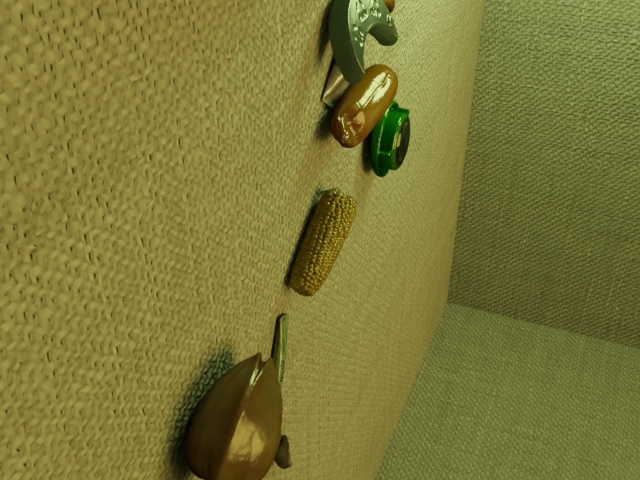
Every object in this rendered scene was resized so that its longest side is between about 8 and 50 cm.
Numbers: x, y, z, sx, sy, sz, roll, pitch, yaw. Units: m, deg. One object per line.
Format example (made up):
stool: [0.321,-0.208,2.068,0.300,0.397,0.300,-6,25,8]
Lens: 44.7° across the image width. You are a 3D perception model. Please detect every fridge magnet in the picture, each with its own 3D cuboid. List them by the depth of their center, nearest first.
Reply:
fridge magnet: [0.186,-0.271,2.096,0.208,0.088,0.208,13,90,-73]

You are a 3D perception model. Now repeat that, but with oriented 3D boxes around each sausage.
sausage: [0.088,-0.293,1.753,0.328,0.112,0.112,-57,154,-46]

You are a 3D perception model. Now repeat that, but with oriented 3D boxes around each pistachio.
pistachio: [-0.142,0.316,1.389,0.213,0.163,0.260,123,-15,-62]

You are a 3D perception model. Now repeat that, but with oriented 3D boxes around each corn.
corn: [0.005,0.002,1.734,0.091,0.091,0.260,71,40,-64]

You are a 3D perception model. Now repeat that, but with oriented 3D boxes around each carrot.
carrot: [0.125,-0.549,1.781,0.161,0.055,0.055,-15,117,-62]

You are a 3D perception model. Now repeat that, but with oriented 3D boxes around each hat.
hat: [-0.094,0.516,1.888,0.087,0.042,0.058,-108,-167,-45]

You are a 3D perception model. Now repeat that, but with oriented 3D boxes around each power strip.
power strip: [0.090,-0.450,1.632,0.253,0.054,0.167,-56,129,-45]

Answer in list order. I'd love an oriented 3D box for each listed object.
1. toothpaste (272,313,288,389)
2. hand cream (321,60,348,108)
toothpaste: [-0.092,0.260,1.716,0.048,0.029,0.197,-15,113,-71]
hand cream: [0.043,-0.358,1.679,0.142,0.053,0.084,-63,163,6]
